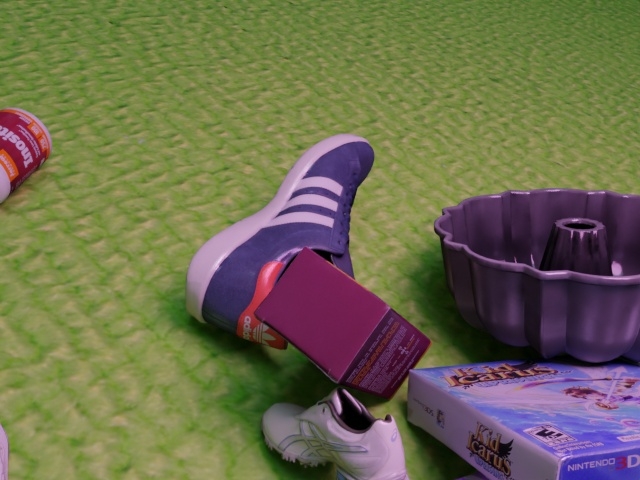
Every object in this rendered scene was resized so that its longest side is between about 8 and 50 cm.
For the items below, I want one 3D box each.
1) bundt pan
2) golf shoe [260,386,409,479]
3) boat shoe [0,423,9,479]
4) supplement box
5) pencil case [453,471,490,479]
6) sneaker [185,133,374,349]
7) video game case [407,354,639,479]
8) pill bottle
[{"bbox_3d":[0.296,0.038,0.792,0.330,0.124,0.331,-2,18,1],"label":"bundt pan"},{"bbox_3d":[0.011,0.165,0.613,0.069,0.086,0.176,-12,16,-42],"label":"golf shoe"},{"bbox_3d":[-0.286,0.185,0.580,0.035,0.035,0.100,-6,43,-22],"label":"boat shoe"},{"bbox_3d":[0.030,0.087,0.665,0.104,0.188,0.081,35,88,26],"label":"supplement box"},{"bbox_3d":[0.129,0.246,0.578,0.206,0.088,0.086,-10,63,-27],"label":"pencil case"},{"bbox_3d":[0.000,0.000,0.817,0.148,0.131,0.350,27,51,19],"label":"sneaker"},{"bbox_3d":[0.254,0.164,0.630,0.269,0.061,0.244,-2,4,-18],"label":"video game case"},{"bbox_3d":[-0.410,-0.096,0.846,0.086,0.086,0.152,15,40,3],"label":"pill bottle"}]
